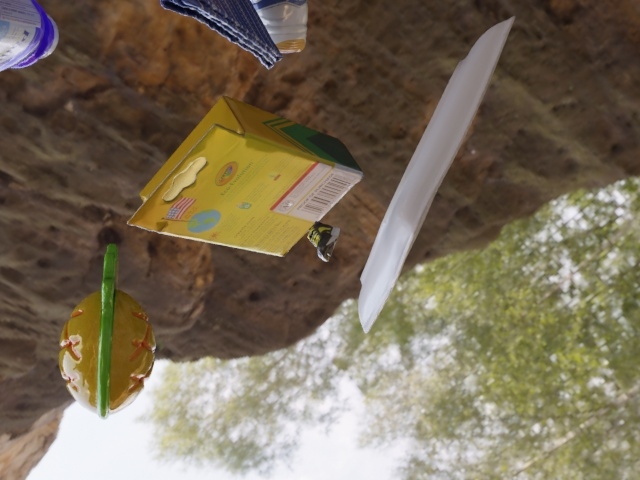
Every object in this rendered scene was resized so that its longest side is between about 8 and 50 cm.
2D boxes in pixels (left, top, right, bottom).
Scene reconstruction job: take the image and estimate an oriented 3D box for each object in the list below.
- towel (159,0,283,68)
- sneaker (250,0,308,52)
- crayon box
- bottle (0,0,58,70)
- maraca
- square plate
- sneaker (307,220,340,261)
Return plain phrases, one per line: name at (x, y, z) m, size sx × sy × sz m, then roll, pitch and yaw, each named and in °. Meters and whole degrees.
towel at (-0.169, -0.362, 1.137) m, size 0.243 × 0.040 × 0.336 m, roll 62°, pitch -166°, yaw 10°
sneaker at (-0.116, -0.405, 1.380) m, size 0.112 × 0.131 × 0.296 m, roll -19°, pitch -140°, yaw -40°
crayon box at (-0.110, -0.087, 1.239) m, size 0.318 × 0.202 × 0.081 m, roll 13°, pitch -141°, yaw -52°
bottle at (-0.392, -0.253, 1.024) m, size 0.092 × 0.118 × 0.283 m, roll 57°, pitch -173°, yaw -6°
maraca at (-0.224, 0.098, 0.915) m, size 0.099 × 0.185 × 0.127 m, roll 2°, pitch -168°, yaw -14°
square plate at (0.140, -0.082, 1.160) m, size 0.049 × 0.344 × 0.347 m, roll 25°, pitch -116°, yaw 6°
sneaker at (0.000, 0.000, 0.988) m, size 0.035 × 0.031 × 0.083 m, roll 22°, pitch -166°, yaw 1°
